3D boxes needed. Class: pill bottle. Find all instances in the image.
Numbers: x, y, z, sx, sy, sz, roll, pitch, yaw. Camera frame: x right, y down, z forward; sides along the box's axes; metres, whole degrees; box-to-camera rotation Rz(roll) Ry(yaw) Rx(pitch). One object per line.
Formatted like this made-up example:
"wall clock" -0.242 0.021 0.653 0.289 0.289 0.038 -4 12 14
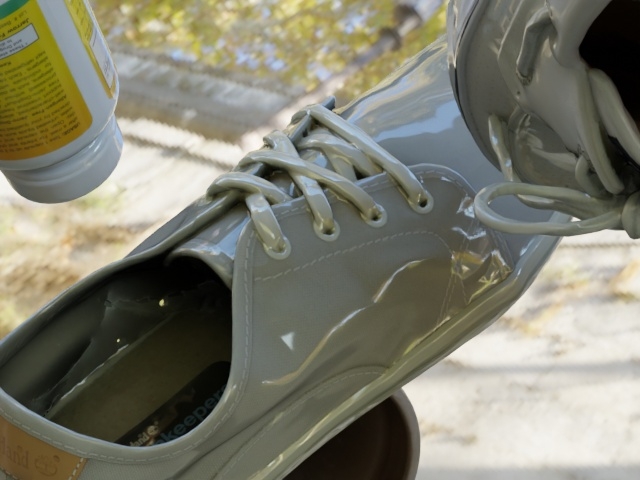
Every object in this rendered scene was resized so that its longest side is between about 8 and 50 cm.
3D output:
"pill bottle" -0.199 -0.120 0.943 0.117 0.118 0.208 23 -27 27

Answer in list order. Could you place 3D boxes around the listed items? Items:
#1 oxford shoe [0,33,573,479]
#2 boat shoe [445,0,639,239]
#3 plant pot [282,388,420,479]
"oxford shoe" 0.000 0.000 0.785 0.169 0.449 0.130 31 -29 37
"boat shoe" 0.129 -0.057 0.550 0.135 0.157 0.367 2 -20 -5
"plant pot" -0.071 0.168 1.362 0.229 0.263 0.263 47 -29 52
